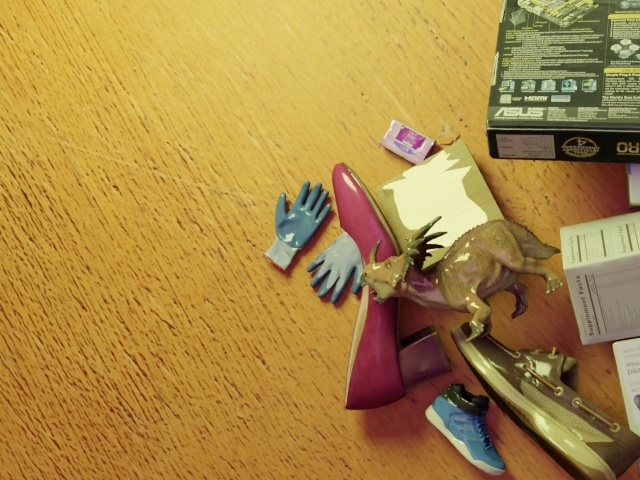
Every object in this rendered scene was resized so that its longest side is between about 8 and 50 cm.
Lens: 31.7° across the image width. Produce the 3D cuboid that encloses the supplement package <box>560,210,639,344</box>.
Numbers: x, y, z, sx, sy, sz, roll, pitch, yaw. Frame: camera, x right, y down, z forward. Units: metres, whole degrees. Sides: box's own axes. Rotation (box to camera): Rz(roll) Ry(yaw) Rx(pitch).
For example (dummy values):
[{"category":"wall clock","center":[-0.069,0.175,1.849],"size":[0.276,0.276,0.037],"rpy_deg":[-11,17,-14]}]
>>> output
[{"category":"supplement package","center":[0.480,0.041,1.617],"size":[0.244,0.134,0.139],"rpy_deg":[-12,114,15]}]

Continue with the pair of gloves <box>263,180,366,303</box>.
[{"category":"pair of gloves","center":[0.000,0.000,1.842],"size":[0.198,0.023,0.159],"rpy_deg":[34,95,14]}]

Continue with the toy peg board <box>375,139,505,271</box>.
[{"category":"toy peg board","center":[0.196,-0.043,1.769],"size":[0.161,0.079,0.160],"rpy_deg":[-29,64,12]}]

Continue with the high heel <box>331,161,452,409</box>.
[{"category":"high heel","center":[0.052,0.076,1.752],"size":[0.181,0.127,0.377],"rpy_deg":[-24,89,4]}]

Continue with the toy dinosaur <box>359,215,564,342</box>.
[{"category":"toy dinosaur","center":[0.225,0.031,1.652],"size":[0.296,0.127,0.200],"rpy_deg":[-29,79,-16]}]

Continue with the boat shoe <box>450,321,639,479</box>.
[{"category":"boat shoe","center":[0.332,0.220,1.658],"size":[0.123,0.123,0.342],"rpy_deg":[-41,49,-6]}]

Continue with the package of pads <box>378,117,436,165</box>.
[{"category":"package of pads","center":[0.140,-0.156,1.802],"size":[0.083,0.032,0.050],"rpy_deg":[31,97,15]}]

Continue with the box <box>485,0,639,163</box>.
[{"category":"box","center":[0.450,-0.262,1.618],"size":[0.395,0.097,0.318],"rpy_deg":[2,62,16]}]

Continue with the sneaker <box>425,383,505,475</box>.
[{"category":"sneaker","center":[0.242,0.286,1.738],"size":[0.152,0.058,0.084],"rpy_deg":[44,108,20]}]

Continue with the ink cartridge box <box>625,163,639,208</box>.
[{"category":"ink cartridge box","center":[0.477,-0.095,1.655],"size":[0.052,0.122,0.088],"rpy_deg":[-3,87,12]}]

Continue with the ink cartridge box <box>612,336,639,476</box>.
[{"category":"ink cartridge box","center":[0.546,0.261,1.621],"size":[0.197,0.114,0.273],"rpy_deg":[-12,86,16]}]
